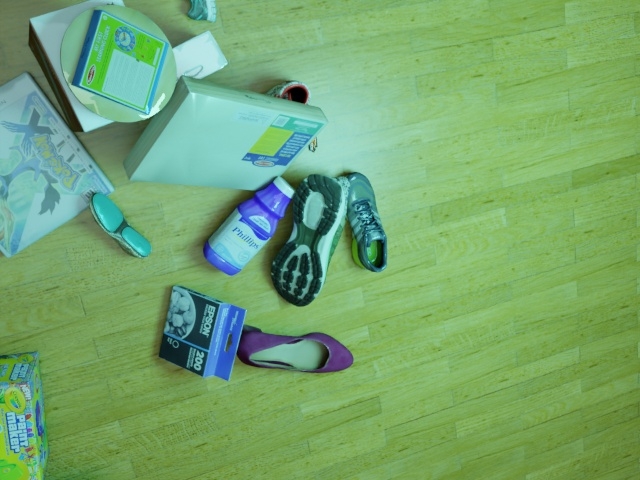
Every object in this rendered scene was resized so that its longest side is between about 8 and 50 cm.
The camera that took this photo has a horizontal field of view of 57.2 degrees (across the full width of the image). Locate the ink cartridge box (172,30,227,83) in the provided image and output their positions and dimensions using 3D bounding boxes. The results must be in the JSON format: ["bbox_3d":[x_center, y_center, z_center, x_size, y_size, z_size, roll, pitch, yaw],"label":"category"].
[{"bbox_3d":[-0.309,-0.405,1.347,0.148,0.203,0.086,-31,111,-8],"label":"ink cartridge box"}]

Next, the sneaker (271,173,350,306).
[{"bbox_3d":[0.000,0.000,1.579,0.158,0.182,0.410,31,120,18],"label":"sneaker"}]

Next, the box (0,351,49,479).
[{"bbox_3d":[-0.824,0.449,1.413,0.279,0.177,0.290,-5,105,-18],"label":"box"}]

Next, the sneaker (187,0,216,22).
[{"bbox_3d":[-0.293,-0.599,1.382,0.076,0.065,0.166,-10,105,-11],"label":"sneaker"}]

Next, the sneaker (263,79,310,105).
[{"bbox_3d":[-0.145,-0.309,1.455,0.270,0.145,0.090,-36,111,-6],"label":"sneaker"}]

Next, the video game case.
[{"bbox_3d":[-0.706,-0.171,1.369,0.300,0.036,0.329,-34,111,-7],"label":"video game case"}]

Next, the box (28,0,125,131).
[{"bbox_3d":[-0.474,-0.353,1.221,0.168,0.345,0.215,-28,110,-20],"label":"box"}]

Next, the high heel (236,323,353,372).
[{"bbox_3d":[-0.059,0.328,1.623,0.377,0.181,0.127,12,99,-20],"label":"high heel"}]

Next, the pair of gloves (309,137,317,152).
[{"bbox_3d":[-0.049,-0.265,1.569,0.083,0.010,0.074,-15,109,-11],"label":"pair of gloves"}]

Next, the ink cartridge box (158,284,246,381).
[{"bbox_3d":[-0.312,0.244,1.533,0.208,0.045,0.206,17,100,18],"label":"ink cartridge box"}]

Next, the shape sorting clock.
[{"bbox_3d":[-0.361,-0.318,1.063,0.206,0.040,0.206,-4,97,-37],"label":"shape sorting clock"}]

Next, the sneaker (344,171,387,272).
[{"bbox_3d":[0.133,-0.046,1.622,0.111,0.121,0.300,-22,109,-12],"label":"sneaker"}]

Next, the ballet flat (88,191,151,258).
[{"bbox_3d":[-0.506,-0.030,1.448,0.206,0.067,0.073,56,46,-25],"label":"ballet flat"}]

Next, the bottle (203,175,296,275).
[{"bbox_3d":[-0.177,-0.041,1.518,0.118,0.092,0.283,39,100,-28],"label":"bottle"}]

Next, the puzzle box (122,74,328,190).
[{"bbox_3d":[-0.203,-0.223,1.335,0.409,0.052,0.272,0,145,-49],"label":"puzzle box"}]
